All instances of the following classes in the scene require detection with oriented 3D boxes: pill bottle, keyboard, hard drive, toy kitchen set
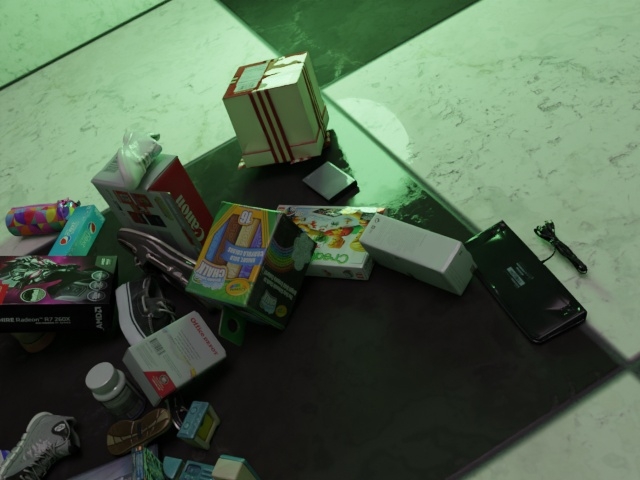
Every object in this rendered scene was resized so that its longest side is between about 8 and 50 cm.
[{"bbox_3d":[-0.444,0.328,1.486,0.078,0.137,0.078,-13,43,12],"label":"pill bottle"},{"bbox_3d":[0.443,0.062,1.428,0.201,0.033,0.317,-31,43,2],"label":"keyboard"},{"bbox_3d":[0.025,-0.157,1.850,0.094,0.022,0.135,-37,43,-13],"label":"hard drive"},{"bbox_3d":[-0.195,0.393,1.317,0.207,0.122,0.166,2,48,26],"label":"toy kitchen set"}]

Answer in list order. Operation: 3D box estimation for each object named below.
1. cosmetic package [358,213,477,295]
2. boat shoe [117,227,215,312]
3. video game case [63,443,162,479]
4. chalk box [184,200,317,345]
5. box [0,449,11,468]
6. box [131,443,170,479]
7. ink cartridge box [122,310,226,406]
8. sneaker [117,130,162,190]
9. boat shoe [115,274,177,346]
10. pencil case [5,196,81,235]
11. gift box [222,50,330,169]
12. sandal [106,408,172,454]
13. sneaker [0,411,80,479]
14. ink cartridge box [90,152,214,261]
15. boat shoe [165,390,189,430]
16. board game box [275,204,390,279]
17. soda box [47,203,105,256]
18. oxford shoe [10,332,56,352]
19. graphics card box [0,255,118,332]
[{"bbox_3d":[0.211,0.029,1.495,0.231,0.117,0.085,23,75,41],"label":"cosmetic package"},{"bbox_3d":[-0.378,0.070,1.687,0.335,0.112,0.095,24,69,14],"label":"boat shoe"},{"bbox_3d":[-0.439,0.537,1.357,0.274,0.026,0.196,-22,42,2],"label":"video game case"},{"bbox_3d":[-0.164,0.086,1.544,0.179,0.180,0.289,12,73,32],"label":"chalk box"},{"bbox_3d":[-0.732,0.524,1.505,0.136,0.028,0.081,-34,43,-14],"label":"box"},{"bbox_3d":[-0.310,0.459,1.292,0.027,0.137,0.094,-23,42,3],"label":"box"},{"bbox_3d":[-0.311,0.252,1.473,0.175,0.072,0.127,-29,77,-37],"label":"ink cartridge box"},{"bbox_3d":[-0.415,-0.197,1.599,0.094,0.080,0.212,-9,41,-1],"label":"sneaker"},{"bbox_3d":[-0.404,0.179,1.632,0.119,0.121,0.335,-35,41,-5],"label":"boat shoe"},{"bbox_3d":[-0.853,-0.073,2.117,0.236,0.104,0.104,-8,44,19],"label":"pencil case"},{"bbox_3d":[-0.127,-0.342,1.930,0.255,0.258,0.276,-6,37,19],"label":"gift box"},{"bbox_3d":[-0.375,0.405,1.439,0.180,0.049,0.072,-25,51,19],"label":"sandal"},{"bbox_3d":[-0.588,0.465,1.457,0.132,0.086,0.229,-5,44,18],"label":"sneaker"},{"bbox_3d":[-0.374,-0.064,1.727,0.272,0.309,0.130,11,53,32],"label":"ink cartridge box"},{"bbox_3d":[-0.300,0.359,1.460,0.038,0.046,0.125,-35,34,-5],"label":"boat shoe"},{"bbox_3d":[0.000,0.000,1.678,0.305,0.053,0.193,2,49,27],"label":"board game box"},{"bbox_3d":[-0.712,-0.007,2.006,0.071,0.067,0.210,-6,45,20],"label":"soda box"},{"bbox_3d":[-0.824,0.165,1.834,0.348,0.130,0.123,25,61,40],"label":"oxford shoe"},{"bbox_3d":[-0.701,0.130,1.708,0.371,0.094,0.233,2,28,-11],"label":"graphics card box"}]
